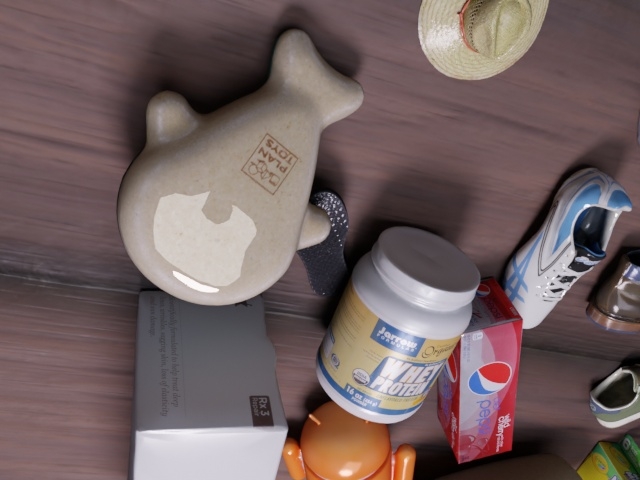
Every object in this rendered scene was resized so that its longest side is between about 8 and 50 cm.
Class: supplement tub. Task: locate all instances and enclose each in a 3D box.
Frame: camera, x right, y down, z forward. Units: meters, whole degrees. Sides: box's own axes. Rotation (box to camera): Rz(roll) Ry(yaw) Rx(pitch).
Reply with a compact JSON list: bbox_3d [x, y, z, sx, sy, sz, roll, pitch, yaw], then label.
[{"bbox_3d":[0.089,0.098,0.792,0.144,0.144,0.199,9,122,-20],"label":"supplement tub"}]

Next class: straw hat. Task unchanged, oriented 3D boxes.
[{"bbox_3d":[0.168,-0.210,0.642,0.145,0.061,0.144,-7,126,-10],"label":"straw hat"}]

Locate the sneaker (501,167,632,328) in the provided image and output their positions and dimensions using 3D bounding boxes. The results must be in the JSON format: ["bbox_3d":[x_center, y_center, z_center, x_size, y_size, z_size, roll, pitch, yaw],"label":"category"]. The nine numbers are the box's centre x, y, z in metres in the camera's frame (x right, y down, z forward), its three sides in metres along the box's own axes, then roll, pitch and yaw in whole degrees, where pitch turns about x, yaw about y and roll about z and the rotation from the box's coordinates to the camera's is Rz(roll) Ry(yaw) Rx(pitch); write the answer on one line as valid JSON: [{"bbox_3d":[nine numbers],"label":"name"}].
[{"bbox_3d":[0.296,0.025,0.829,0.085,0.086,0.237,5,125,-19],"label":"sneaker"}]

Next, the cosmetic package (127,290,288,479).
[{"bbox_3d":[-0.155,0.271,0.815,0.156,0.217,0.384,2,123,-15],"label":"cosmetic package"}]

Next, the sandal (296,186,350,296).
[{"bbox_3d":[0.000,0.000,0.772,0.067,0.040,0.179,-10,141,0],"label":"sandal"}]

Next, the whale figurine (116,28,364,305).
[{"bbox_3d":[-0.079,-0.071,0.658,0.216,0.141,0.272,36,87,-25],"label":"whale figurine"}]

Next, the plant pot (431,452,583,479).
[{"bbox_3d":[0.288,0.460,1.063,0.274,0.256,0.256,-23,129,-17],"label":"plant pot"}]

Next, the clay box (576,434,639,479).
[{"bbox_3d":[0.486,0.448,1.153,0.053,0.127,0.222,8,122,-18],"label":"clay box"}]

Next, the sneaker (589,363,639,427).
[{"bbox_3d":[0.500,0.219,1.029,0.192,0.064,0.086,-34,131,15],"label":"sneaker"}]

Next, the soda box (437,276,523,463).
[{"bbox_3d":[0.212,0.183,0.916,0.084,0.092,0.263,-13,127,-6],"label":"soda box"}]

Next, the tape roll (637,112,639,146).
[{"bbox_3d":[0.477,-0.149,0.756,0.219,0.072,0.219,-6,125,-9],"label":"tape roll"}]

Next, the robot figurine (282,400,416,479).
[{"bbox_3d":[0.041,0.312,0.946,0.128,0.158,0.219,-34,134,-31],"label":"robot figurine"}]

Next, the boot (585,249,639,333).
[{"bbox_3d":[0.480,0.069,0.908,0.219,0.082,0.106,-1,128,-11],"label":"boot"}]
